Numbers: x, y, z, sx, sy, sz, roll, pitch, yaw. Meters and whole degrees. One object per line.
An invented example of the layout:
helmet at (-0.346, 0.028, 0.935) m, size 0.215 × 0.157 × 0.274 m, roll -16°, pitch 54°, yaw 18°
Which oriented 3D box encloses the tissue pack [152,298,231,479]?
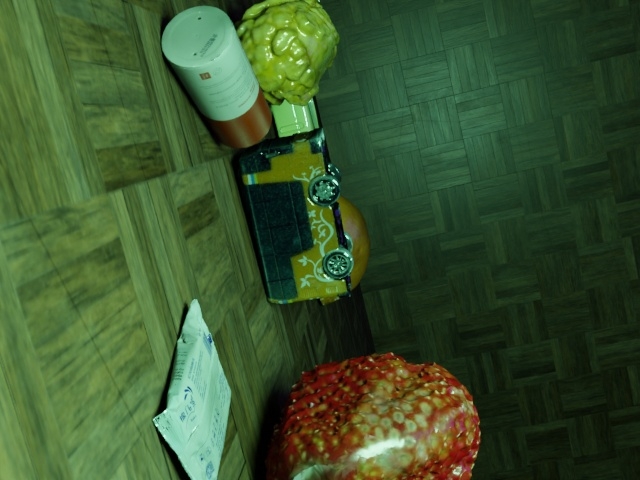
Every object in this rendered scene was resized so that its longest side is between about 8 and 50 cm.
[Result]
tissue pack at (-0.120, 0.160, 0.761) m, size 0.193 × 0.026 × 0.122 m, roll -91°, pitch 166°, yaw -62°

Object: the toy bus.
toy bus at (-0.038, -0.042, 1.283) m, size 0.138 × 0.167 × 0.275 m, roll -82°, pitch 163°, yaw -73°

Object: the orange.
orange at (0.002, 0.001, 1.909) m, size 0.310 × 0.274 × 0.274 m, roll 38°, pitch 27°, yaw -27°

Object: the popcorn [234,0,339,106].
popcorn at (-0.068, -0.383, 1.527) m, size 0.250 × 0.190 × 0.250 m, roll -51°, pitch 157°, yaw -31°

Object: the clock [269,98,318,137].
clock at (-0.068, -0.347, 1.934) m, size 0.308 × 0.096 × 0.234 m, roll -71°, pitch 147°, yaw -78°

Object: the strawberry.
strawberry at (0.056, 0.279, 1.025) m, size 0.267 × 0.312 × 0.351 m, roll 58°, pitch 19°, yaw 19°

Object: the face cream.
face cream at (-0.138, -0.219, 1.052) m, size 0.214 × 0.096 × 0.095 m, roll 65°, pitch 14°, yaw -65°
